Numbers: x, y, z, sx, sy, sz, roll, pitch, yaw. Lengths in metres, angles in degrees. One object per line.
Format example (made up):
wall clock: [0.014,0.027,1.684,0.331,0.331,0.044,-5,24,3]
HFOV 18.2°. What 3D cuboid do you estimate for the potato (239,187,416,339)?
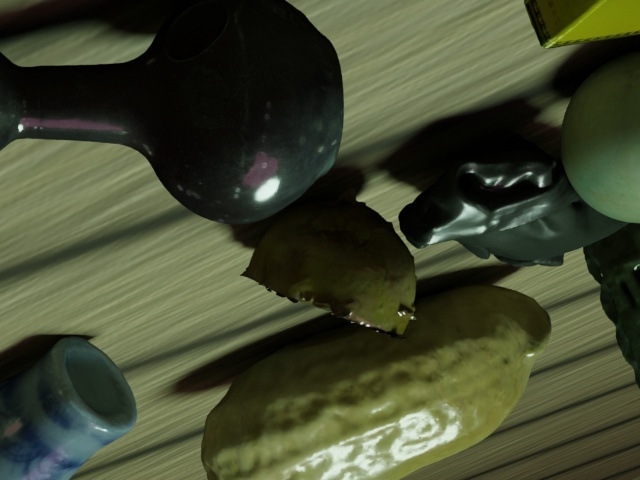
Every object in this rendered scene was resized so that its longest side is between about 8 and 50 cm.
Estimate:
potato: [0.000,0.000,1.416,0.101,0.089,0.172,19,-175,-29]

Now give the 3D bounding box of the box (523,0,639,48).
box: [0.245,-0.193,1.097,0.153,0.041,0.279,-13,163,-32]

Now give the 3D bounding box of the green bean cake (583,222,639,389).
green bean cake: [0.379,0.042,1.708,0.255,0.241,0.132,-30,156,34]

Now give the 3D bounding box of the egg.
egg: [0.219,-0.069,1.350,0.114,0.114,0.152,-17,167,-15]

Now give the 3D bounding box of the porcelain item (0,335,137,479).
porcelain item: [-0.264,0.180,1.563,0.259,0.141,0.141,-35,161,21]

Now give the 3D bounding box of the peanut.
peanut: [0.054,0.146,1.807,0.340,0.158,0.174,-21,164,7]

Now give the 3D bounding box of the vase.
vase: [-0.084,-0.067,0.985,0.183,0.120,0.120,-1,160,-16]

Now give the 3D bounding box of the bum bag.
bum bag: [0.150,-0.028,1.489,0.142,0.079,0.326,-17,170,17]
